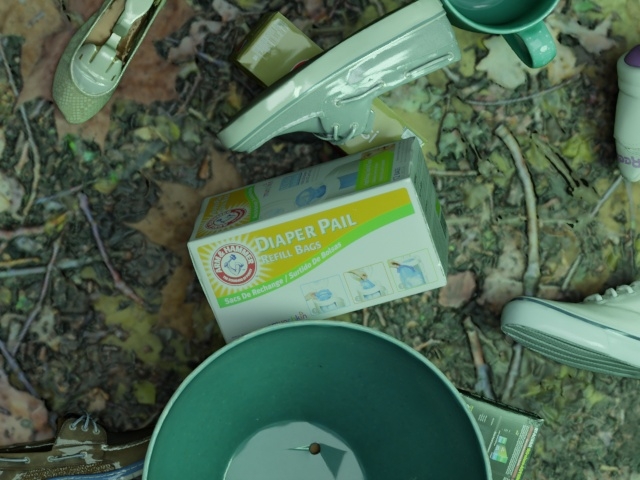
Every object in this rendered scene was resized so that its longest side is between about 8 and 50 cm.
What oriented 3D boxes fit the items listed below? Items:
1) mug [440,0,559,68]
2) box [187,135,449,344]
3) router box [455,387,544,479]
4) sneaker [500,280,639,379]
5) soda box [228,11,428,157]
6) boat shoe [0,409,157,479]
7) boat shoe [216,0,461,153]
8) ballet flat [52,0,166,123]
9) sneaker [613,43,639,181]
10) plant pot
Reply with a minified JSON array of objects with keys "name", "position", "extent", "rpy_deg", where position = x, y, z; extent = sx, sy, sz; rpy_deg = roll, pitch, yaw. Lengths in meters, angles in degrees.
[{"name":"mug","position":[0.147,-0.236,1.624],"extent":[0.130,0.097,0.157],"rpy_deg":[4,96,-12]},{"name":"box","position":[0.000,0.000,1.577],"extent":[0.203,0.114,0.103],"rpy_deg":[-16,110,12]},{"name":"router box","position":[0.144,0.207,1.705],"extent":[0.092,0.038,0.122],"rpy_deg":[20,93,-13]},{"name":"sneaker","position":[0.290,0.078,1.704],"extent":[0.258,0.094,0.091],"rpy_deg":[15,75,-17]},{"name":"soda box","position":[0.006,-0.126,1.626],"extent":[0.181,0.061,0.058],"rpy_deg":[40,88,-13]},{"name":"boat shoe","position":[-0.215,0.187,1.615],"extent":[0.183,0.066,0.066],"rpy_deg":[-18,98,-9]},{"name":"boat shoe","position":[0.022,-0.125,1.556],"extent":[0.227,0.079,0.081],"rpy_deg":[-32,97,-10]},{"name":"ballet flat","position":[-0.182,-0.178,1.586],"extent":[0.057,0.052,0.168],"rpy_deg":[29,90,-13]},{"name":"sneaker","position":[0.415,-0.107,1.703],"extent":[0.305,0.114,0.152],"rpy_deg":[3,110,-8]},{"name":"plant pot","position":[-0.012,0.221,1.581],"extent":[0.290,0.195,0.290],"rpy_deg":[1,83,-6]}]
